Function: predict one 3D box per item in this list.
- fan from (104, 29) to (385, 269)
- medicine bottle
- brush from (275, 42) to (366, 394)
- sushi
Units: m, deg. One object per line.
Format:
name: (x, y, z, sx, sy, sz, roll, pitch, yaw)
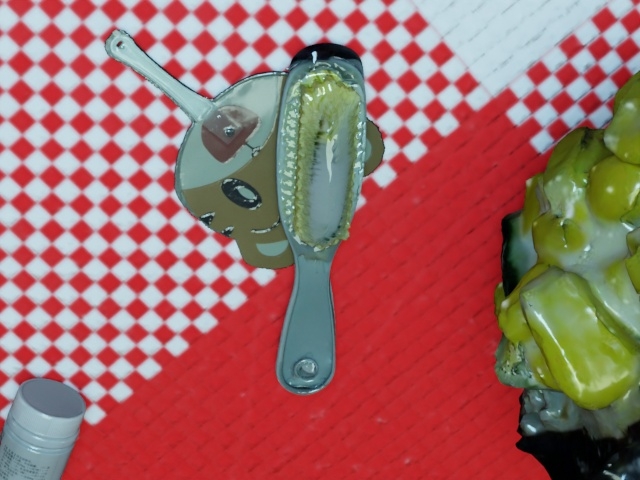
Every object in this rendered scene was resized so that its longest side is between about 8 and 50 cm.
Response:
fan: (-0.071, -0.082, 1.002, 0.227, 0.008, 0.152, 37, 107, -21)
medicine bottle: (-0.229, 0.163, 1.069, 0.058, 0.058, 0.091, 19, 111, -14)
brush: (0.000, 0.000, 1.013, 0.068, 0.060, 0.296, -1, 116, -10)
sushi: (0.245, 0.049, 0.945, 0.285, 0.328, 0.329, 42, 118, -7)
